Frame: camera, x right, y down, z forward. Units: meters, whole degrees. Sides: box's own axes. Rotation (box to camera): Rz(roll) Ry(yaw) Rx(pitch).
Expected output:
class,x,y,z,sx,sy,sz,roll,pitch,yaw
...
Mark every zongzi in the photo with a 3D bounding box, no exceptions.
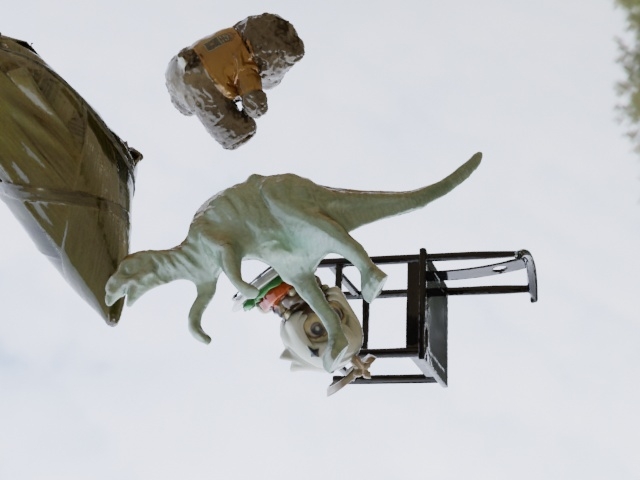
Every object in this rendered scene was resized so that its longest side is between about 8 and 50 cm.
class,x,y,z,sx,sy,sz,roll,pitch,yaw
zongzi,-0.284,-0.066,1.006,0.251,0.125,0.274,45,-160,-35

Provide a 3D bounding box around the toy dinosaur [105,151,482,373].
class,x,y,z,sx,sy,sz,roll,pitch,yaw
toy dinosaur,0.000,0.000,0.958,0.393,0.092,0.205,-35,-114,-11

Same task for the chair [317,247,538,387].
class,x,y,z,sx,sy,sz,roll,pitch,yaw
chair,0.126,0.093,1.215,0.260,0.154,0.141,-4,-112,17

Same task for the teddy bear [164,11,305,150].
class,x,y,z,sx,sy,sz,roll,pitch,yaw
teddy bear,-0.115,-0.237,1.384,0.190,0.140,0.177,-36,-135,-9

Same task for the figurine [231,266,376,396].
class,x,y,z,sx,sy,sz,roll,pitch,yaw
figurine,-0.005,0.091,1.080,0.153,0.132,0.132,54,-143,5
